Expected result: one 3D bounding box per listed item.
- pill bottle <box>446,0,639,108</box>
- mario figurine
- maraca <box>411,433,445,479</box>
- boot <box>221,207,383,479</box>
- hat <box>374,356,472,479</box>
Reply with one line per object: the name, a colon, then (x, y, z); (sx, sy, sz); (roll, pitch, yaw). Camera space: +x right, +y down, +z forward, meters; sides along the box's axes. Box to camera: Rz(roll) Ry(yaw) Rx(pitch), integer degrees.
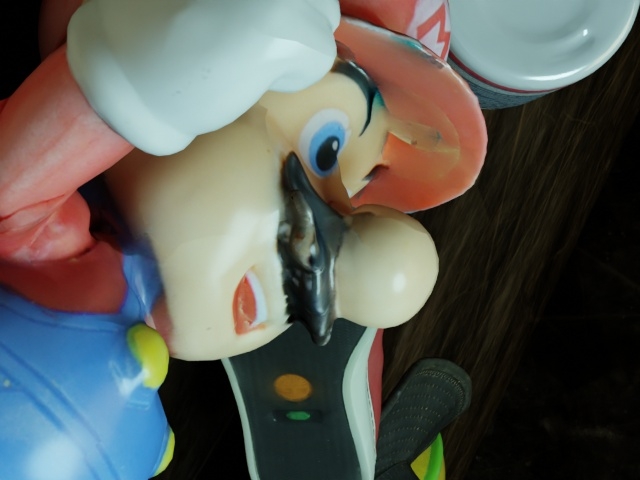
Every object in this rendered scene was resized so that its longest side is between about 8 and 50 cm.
pill bottle: (0.097, -0.126, 0.865); (0.180, 0.108, 0.108); (170, -57, -85)
mario figurine: (-0.050, 0.037, 0.422); (0.320, 0.170, 0.198); (-52, -163, -25)
maraca: (0.025, 0.208, 1.215); (0.185, 0.099, 0.127); (-54, -153, -13)
boot: (0.000, 0.000, 0.833); (0.176, 0.088, 0.244); (-78, 170, -48)
hat: (0.018, 0.233, 0.995); (0.331, 0.134, 0.331); (-44, 163, -18)
